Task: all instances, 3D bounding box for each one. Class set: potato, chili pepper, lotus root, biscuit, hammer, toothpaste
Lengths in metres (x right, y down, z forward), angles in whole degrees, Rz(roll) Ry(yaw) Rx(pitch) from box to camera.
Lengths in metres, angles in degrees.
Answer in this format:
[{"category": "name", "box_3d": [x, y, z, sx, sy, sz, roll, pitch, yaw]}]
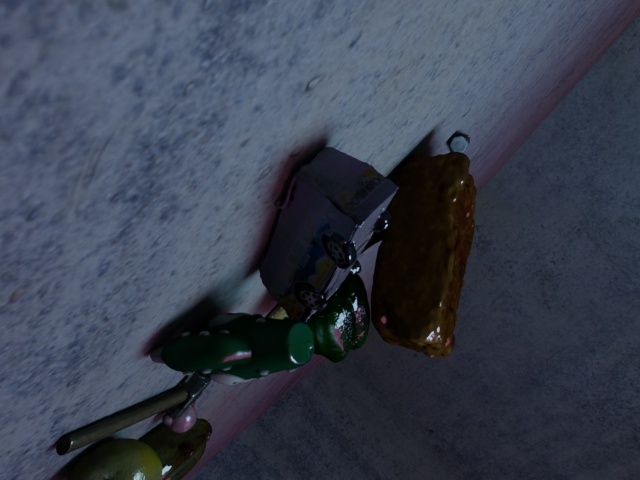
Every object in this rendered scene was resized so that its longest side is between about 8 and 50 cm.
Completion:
[{"category": "potato", "box_3d": [-0.372, 0.434, 1.069, 0.157, 0.157, 0.194, -44, -179, -4]}, {"category": "chili pepper", "box_3d": [0.108, -0.007, 1.349, 0.169, 0.065, 0.088, -38, 148, -13]}, {"category": "lotus root", "box_3d": [-0.350, 0.486, 1.318, 0.241, 0.123, 0.124, -31, 145, -58]}, {"category": "biscuit", "box_3d": [0.230, 0.039, 1.251, 0.342, 0.166, 0.395, 48, 54, -68]}, {"category": "biscuit", "box_3d": [-0.099, 0.176, 1.365, 0.231, 0.016, 0.139, -48, 168, 12]}, {"category": "hammer", "box_3d": [-0.319, 0.306, 1.024, 0.111, 0.043, 0.365, -47, 166, 12]}, {"category": "chili pepper", "box_3d": [0.011, 0.118, 1.162, 0.165, 0.174, 0.261, -19, 125, -12]}, {"category": "toothpaste", "box_3d": [0.345, -0.232, 1.429, 0.067, 0.043, 0.194, -52, 172, 16]}]

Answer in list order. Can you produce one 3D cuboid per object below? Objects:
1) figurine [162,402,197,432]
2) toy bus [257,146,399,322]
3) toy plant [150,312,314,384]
[{"category": "figurine", "box_3d": [-0.304, 0.381, 1.253, 0.083, 0.067, 0.071, -8, 124, -45]}, {"category": "toy bus", "box_3d": [0.000, 0.000, 0.845, 0.112, 0.138, 0.317, -43, 168, -33]}, {"category": "toy plant", "box_3d": [-0.129, 0.170, 0.922, 0.243, 0.113, 0.232, -5, 170, 4]}]
